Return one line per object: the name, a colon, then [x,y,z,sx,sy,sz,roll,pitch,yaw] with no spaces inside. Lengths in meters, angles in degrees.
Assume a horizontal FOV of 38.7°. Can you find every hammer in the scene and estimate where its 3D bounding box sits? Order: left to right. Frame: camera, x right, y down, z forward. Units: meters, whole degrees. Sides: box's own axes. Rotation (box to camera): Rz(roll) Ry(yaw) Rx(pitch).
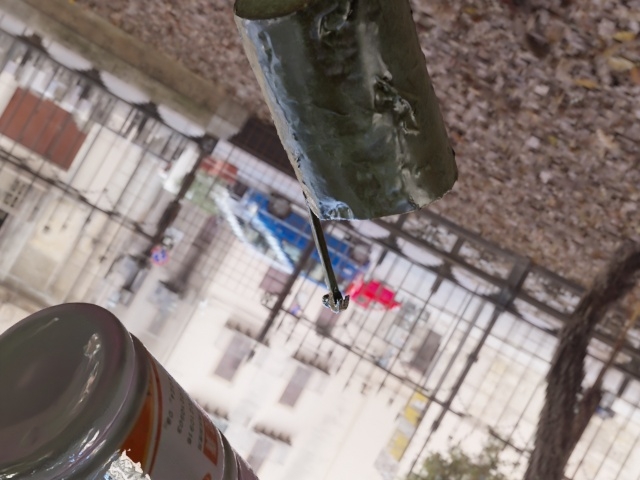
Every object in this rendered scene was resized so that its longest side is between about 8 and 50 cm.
hammer: [0.000,0.000,1.044,0.062,0.017,0.182,-154,47,-67]

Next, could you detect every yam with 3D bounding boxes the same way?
yam: [0.026,-0.139,0.838,0.161,0.161,0.268,27,146,48]

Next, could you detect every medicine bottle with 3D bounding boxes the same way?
medicine bottle: [-0.206,0.231,0.933,0.202,0.202,0.316,27,157,43]
